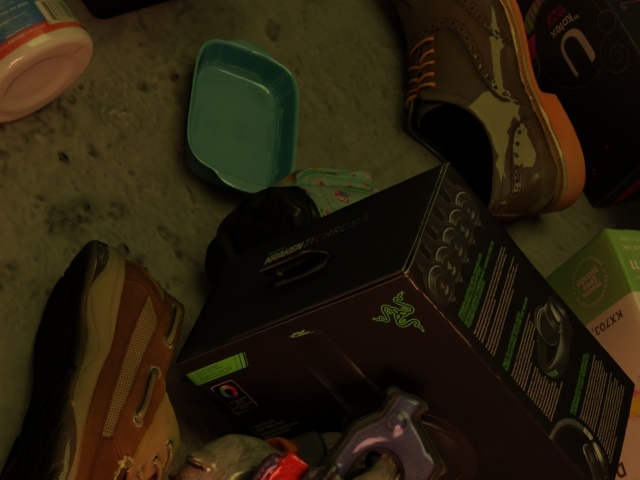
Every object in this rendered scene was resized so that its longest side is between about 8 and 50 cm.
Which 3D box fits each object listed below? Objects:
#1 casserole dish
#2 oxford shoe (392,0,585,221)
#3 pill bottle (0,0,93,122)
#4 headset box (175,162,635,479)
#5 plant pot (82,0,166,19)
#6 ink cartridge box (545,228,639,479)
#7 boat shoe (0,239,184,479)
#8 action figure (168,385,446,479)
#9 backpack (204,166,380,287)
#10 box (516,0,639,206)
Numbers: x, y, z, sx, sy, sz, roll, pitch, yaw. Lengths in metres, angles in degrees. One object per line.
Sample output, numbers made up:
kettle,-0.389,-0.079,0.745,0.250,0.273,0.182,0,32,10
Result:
casserole dish,-0.079,-0.114,1.480,0.114,0.037,0.188,19,49,-20
oxford shoe,0.143,-0.185,1.618,0.133,0.130,0.363,-16,68,-33
pill bottle,-0.309,-0.223,1.349,0.124,0.124,0.221,-25,74,-42
headset box,0.064,0.099,1.218,0.283,0.246,0.131,49,41,-23
plant pot,-0.172,-0.322,1.480,0.187,0.167,0.188,-26,74,-42
ink cartridge box,0.294,0.191,1.382,0.119,0.207,0.353,4,56,-33
boat shoe,-0.164,0.144,1.181,0.120,0.122,0.324,26,47,-22
action figure,0.001,0.286,1.171,0.330,0.178,0.341,44,85,-7
backpack,0.000,0.000,1.378,0.182,0.152,0.115,-3,68,-48
box,0.335,-0.199,1.722,0.143,0.165,0.270,-12,66,-37
